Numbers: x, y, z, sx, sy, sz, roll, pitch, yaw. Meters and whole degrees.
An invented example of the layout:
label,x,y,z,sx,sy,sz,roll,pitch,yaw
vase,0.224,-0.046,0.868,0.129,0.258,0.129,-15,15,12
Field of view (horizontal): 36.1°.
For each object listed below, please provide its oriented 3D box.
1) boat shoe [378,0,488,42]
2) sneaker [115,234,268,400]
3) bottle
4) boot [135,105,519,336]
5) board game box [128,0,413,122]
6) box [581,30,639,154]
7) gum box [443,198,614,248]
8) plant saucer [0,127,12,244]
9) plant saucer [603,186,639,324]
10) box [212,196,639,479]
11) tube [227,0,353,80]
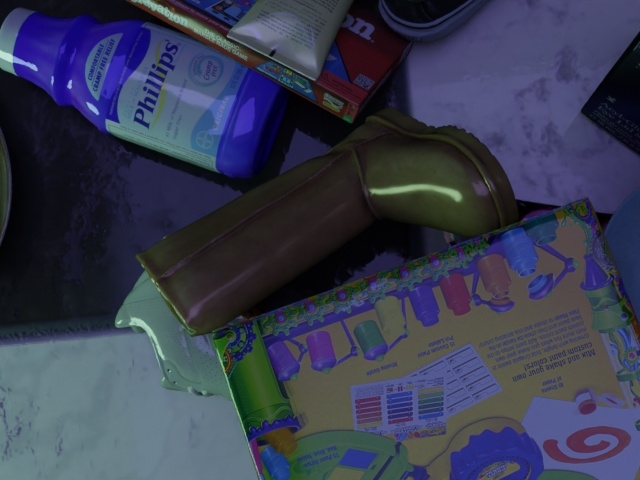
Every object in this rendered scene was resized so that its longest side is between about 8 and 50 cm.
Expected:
label,x,y,z,sx,sy,sz,roll,pitch,yaw
boat shoe,0.190,-0.326,0.938,0.121,0.119,0.335,40,81,9
sneaker,-0.083,0.119,0.935,0.262,0.099,0.121,42,95,15
bottle,-0.177,-0.155,0.965,0.282,0.092,0.118,20,87,6
boot,0.000,0.000,0.821,0.269,0.236,0.089,-32,116,-12
board game box,-0.058,-0.224,0.956,0.281,0.027,0.145,29,45,7
box,0.340,-0.137,0.865,0.153,0.207,0.108,37,86,8
gum box,0.207,0.003,0.910,0.188,0.107,0.062,9,84,6
plant saucer,-0.457,-0.044,0.997,0.310,0.050,0.311,0,84,4
plant saucer,0.324,0.036,0.817,0.194,0.037,0.195,0,72,1
box,0.108,0.155,0.759,0.289,0.177,0.279,-19,82,4
tube,0.007,-0.258,0.939,0.070,0.062,0.240,4,54,40
